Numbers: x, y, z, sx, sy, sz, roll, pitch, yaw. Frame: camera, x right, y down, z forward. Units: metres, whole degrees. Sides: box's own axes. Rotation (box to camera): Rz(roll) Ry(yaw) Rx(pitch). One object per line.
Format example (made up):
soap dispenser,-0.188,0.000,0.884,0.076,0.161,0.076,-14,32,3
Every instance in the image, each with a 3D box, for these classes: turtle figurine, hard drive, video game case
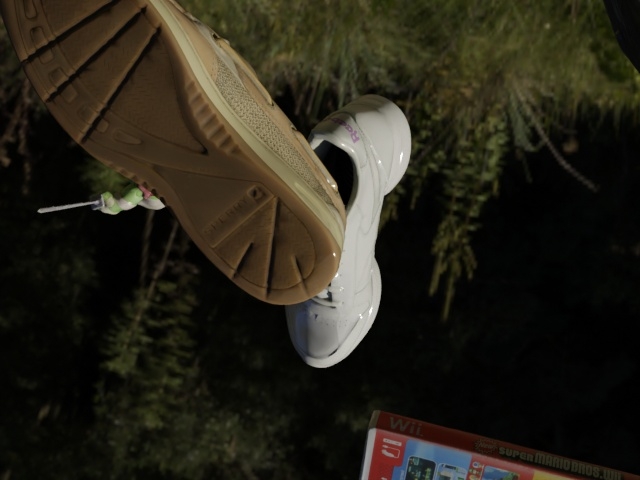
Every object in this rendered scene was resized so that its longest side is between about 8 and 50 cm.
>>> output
turtle figurine,-0.281,-0.142,1.621,0.275,0.197,0.266,-14,174,-8
hard drive,0.383,-0.242,1.270,0.054,0.254,0.172,-25,122,9
video game case,0.167,0.249,0.905,0.285,0.025,0.204,13,127,8

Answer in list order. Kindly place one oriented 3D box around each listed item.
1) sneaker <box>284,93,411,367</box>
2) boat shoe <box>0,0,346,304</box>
sneaker,0.000,0.000,1.154,0.114,0.152,0.305,20,113,24
boat shoe,-0.106,-0.102,0.842,0.122,0.110,0.341,-30,108,26
